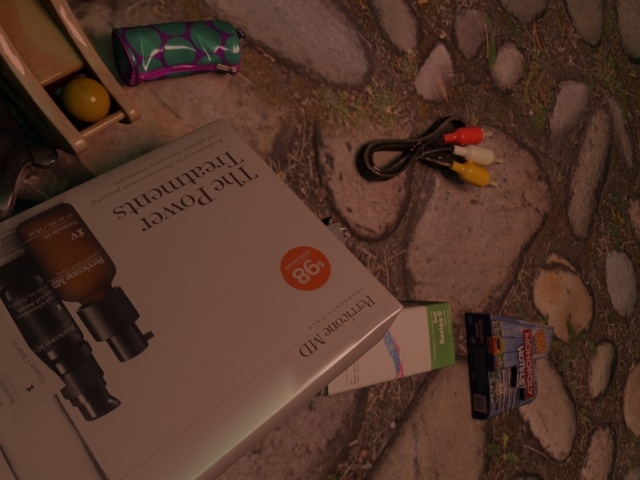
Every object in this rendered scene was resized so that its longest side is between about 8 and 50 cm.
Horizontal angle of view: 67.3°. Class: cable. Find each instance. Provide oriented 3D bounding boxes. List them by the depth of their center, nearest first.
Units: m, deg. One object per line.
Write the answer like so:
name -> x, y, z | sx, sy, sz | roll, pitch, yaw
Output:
cable -> 0.192, -0.161, 0.812 | 0.287, 0.072, 0.139 | -1, 81, -34

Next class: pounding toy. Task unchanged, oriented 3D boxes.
pounding toy -> -0.263, -0.230, 0.462 | 0.155, 0.154, 0.269 | -43, 110, -28

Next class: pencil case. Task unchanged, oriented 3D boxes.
pencil case -> -0.168, -0.225, 0.579 | 0.152, 0.064, 0.070 | -21, 73, -33

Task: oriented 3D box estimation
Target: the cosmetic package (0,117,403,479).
cosmetic package -> -0.161, 0.078, 0.430 | 0.377, 0.097, 0.284 | -34, 71, -25

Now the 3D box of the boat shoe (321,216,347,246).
boat shoe -> -0.001, 0.000, 0.665 | 0.228, 0.079, 0.081 | 37, 72, -23

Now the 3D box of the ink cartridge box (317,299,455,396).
ink cartridge box -> 0.048, 0.131, 0.642 | 0.213, 0.154, 0.093 | -4, 88, -34

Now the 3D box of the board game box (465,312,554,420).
board game box -> 0.365, 0.222, 0.905 | 0.194, 0.060, 0.194 | -2, 88, -33

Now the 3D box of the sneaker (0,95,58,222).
sneaker -> -0.364, -0.040, 0.410 | 0.153, 0.101, 0.268 | 48, 60, -18
